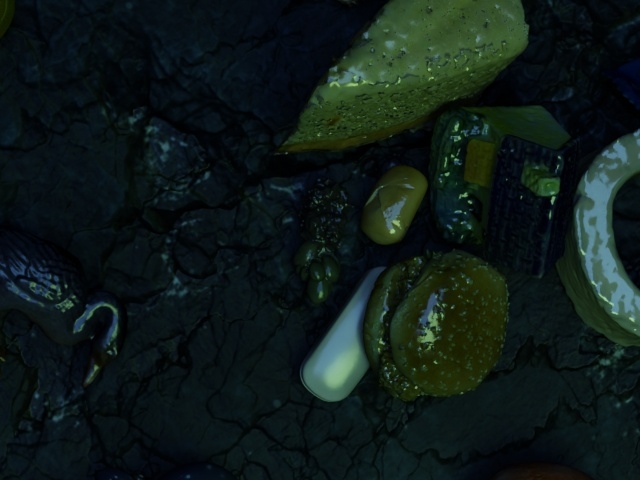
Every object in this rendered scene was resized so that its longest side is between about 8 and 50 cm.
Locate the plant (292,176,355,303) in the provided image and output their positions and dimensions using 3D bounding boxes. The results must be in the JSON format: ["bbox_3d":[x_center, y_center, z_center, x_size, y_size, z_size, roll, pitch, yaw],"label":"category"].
[{"bbox_3d":[0.000,0.000,1.804,0.087,0.085,0.174,5,89,19],"label":"plant"}]

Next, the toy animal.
[{"bbox_3d":[-0.397,0.073,1.734,0.185,0.122,0.298,-42,96,-3],"label":"toy animal"}]

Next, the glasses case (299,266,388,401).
[{"bbox_3d":[0.050,0.128,1.803,0.081,0.051,0.204,39,81,-9],"label":"glasses case"}]

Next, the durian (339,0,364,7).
[{"bbox_3d":[0.054,-0.366,1.828,0.052,0.130,0.066,-43,118,-30],"label":"durian"}]

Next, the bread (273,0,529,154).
[{"bbox_3d":[0.085,-0.285,1.751,0.315,0.248,0.279,-8,80,-19],"label":"bread"}]

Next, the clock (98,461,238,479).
[{"bbox_3d":[-0.206,0.383,1.715,0.243,0.146,0.200,-14,82,1],"label":"clock"}]

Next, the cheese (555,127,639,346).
[{"bbox_3d":[0.494,-0.015,1.812,0.332,0.153,0.292,-19,87,-5],"label":"cheese"}]

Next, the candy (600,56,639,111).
[{"bbox_3d":[0.576,-0.245,1.837,0.331,0.187,0.077,-13,119,-6],"label":"candy"}]

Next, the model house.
[{"bbox_3d":[0.248,-0.058,1.733,0.170,0.211,0.194,1,114,-14],"label":"model house"}]

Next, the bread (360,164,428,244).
[{"bbox_3d":[0.095,-0.052,1.809,0.056,0.082,0.115,30,86,-36],"label":"bread"}]

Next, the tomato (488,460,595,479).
[{"bbox_3d":[0.289,0.394,1.725,0.184,0.208,0.208,-12,86,-2],"label":"tomato"}]

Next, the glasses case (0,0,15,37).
[{"bbox_3d":[-0.587,-0.381,1.734,0.371,0.141,0.173,43,99,0],"label":"glasses case"}]

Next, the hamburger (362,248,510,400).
[{"bbox_3d":[0.161,0.121,1.760,0.189,0.122,0.215,25,84,-33],"label":"hamburger"}]
